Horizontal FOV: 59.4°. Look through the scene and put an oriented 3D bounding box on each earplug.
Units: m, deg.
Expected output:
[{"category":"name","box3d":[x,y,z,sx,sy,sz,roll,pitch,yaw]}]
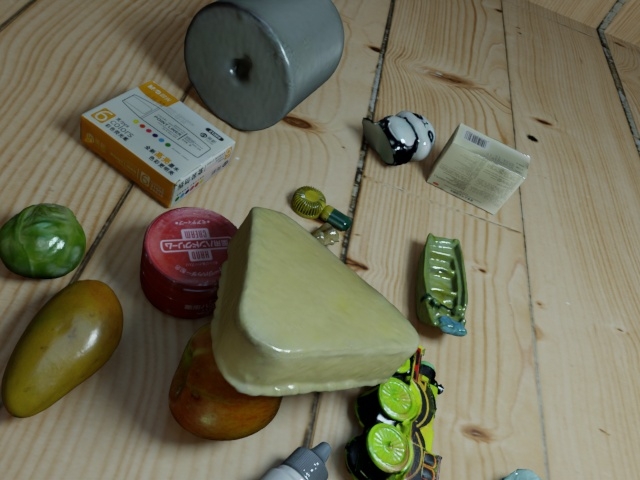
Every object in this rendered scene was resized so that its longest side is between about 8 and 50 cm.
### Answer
[{"category":"earplug","box3d":[-0.114,-0.510,1.459,0.312,0.313,0.394,33,47,7]}]

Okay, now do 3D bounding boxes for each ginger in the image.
[{"category":"ginger","box3d":[-0.004,-0.003,1.266,0.137,0.044,0.057,-29,85,-35]}]

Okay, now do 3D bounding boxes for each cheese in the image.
[{"category":"cheese","box3d":[-0.041,0.115,0.893,0.384,0.104,0.384,29,26,-16]}]

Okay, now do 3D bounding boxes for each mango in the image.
[{"category":"mango","box3d":[-0.410,0.171,0.908,0.138,0.113,0.253,24,49,-1]}]

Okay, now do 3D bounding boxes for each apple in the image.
[{"category":"apple","box3d":[-0.144,0.228,0.920,0.195,0.196,0.196,11,49,-13]}]

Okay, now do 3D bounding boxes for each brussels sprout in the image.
[{"category":"brussels sprout","box3d":[-0.498,0.000,1.012,0.155,0.117,0.155,7,60,-12]}]

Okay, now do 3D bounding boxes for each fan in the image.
[{"category":"fan","box3d":[0.005,-0.075,1.329,0.155,0.039,0.082,31,47,4]}]

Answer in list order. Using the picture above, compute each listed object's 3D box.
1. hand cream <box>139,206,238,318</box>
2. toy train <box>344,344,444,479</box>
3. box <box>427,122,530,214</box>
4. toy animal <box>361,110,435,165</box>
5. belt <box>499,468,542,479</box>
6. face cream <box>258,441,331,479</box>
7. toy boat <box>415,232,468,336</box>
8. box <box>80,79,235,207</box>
[{"category":"hand cream","box3d":[-0.246,0.043,1.073,0.193,0.125,0.193,10,50,-13]},{"category":"toy train","box3d":[0.145,0.320,1.022,0.160,0.100,0.296,27,46,-8]},{"category":"box","box3d":[0.419,-0.187,1.501,0.212,0.168,0.095,27,51,0]},{"category":"toy animal","box3d":[0.225,-0.286,1.525,0.179,0.138,0.166,-17,76,-26]},{"category":"belt","box3d":[0.355,0.478,1.002,0.105,0.058,0.140,33,51,14]},{"category":"face cream","box3d":[-0.084,0.420,0.851,0.092,0.092,0.311,42,49,14]},{"category":"toy boat","box3d":[0.271,0.108,1.260,0.111,0.084,0.276,14,45,-7]},{"category":"box","box3d":[-0.366,-0.224,1.267,0.273,0.091,0.221,34,47,7]}]
